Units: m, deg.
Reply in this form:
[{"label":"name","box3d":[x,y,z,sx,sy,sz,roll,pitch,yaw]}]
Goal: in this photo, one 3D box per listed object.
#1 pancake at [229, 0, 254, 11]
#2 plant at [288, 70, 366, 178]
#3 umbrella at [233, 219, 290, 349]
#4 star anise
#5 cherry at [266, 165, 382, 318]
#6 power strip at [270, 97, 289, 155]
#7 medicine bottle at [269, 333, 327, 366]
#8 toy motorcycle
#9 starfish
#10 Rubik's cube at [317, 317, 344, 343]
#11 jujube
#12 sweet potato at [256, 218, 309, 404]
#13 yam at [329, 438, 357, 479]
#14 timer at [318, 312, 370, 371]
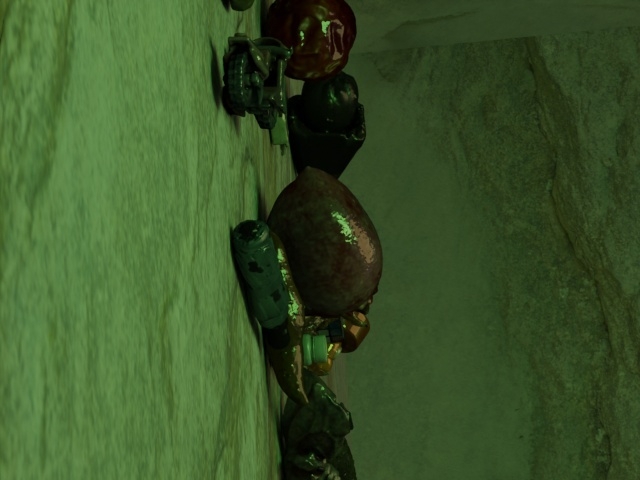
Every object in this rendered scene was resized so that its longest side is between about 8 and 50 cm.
[{"label":"pancake","box3d":[-0.116,-0.452,1.393,0.294,0.049,0.294,-6,90,-87]},{"label":"plant","box3d":[0.011,-0.236,2.259,0.142,0.164,0.256,-90,-175,-50]},{"label":"umbrella","box3d":[-0.070,0.064,1.382,0.250,0.052,0.053,80,6,-50]},{"label":"star anise","box3d":[-0.005,0.317,1.638,0.198,0.110,0.258,-81,172,-75]},{"label":"cherry","box3d":[0.000,0.000,1.621,0.192,0.175,0.250,-107,-173,-59]},{"label":"power strip","box3d":[-0.076,-0.234,1.841,0.047,0.030,0.191,-90,174,-65]},{"label":"medicine bottle","box3d":[-0.033,0.162,1.585,0.047,0.083,0.047,-3,90,-84]},{"label":"toy motorcycle","box3d":[-0.083,-0.211,1.347,0.212,0.084,0.118,24,70,-80]},{"label":"starfish","box3d":[0.001,0.123,1.835,0.050,0.138,0.247,39,-22,40]},{"label":"Rubik's cube","box3d":[-0.007,0.126,1.953,0.092,0.092,0.092,81,6,-48]},{"label":"jujube","box3d":[-0.016,-0.369,1.920,0.250,0.174,0.174,-45,130,-82]},{"label":"sweet potato","box3d":[-0.055,0.100,1.531,0.067,0.067,0.274,42,38,-85]},{"label":"yam","box3d":[0.008,0.380,1.843,0.183,0.107,0.107,80,6,-47]},{"label":"timer","box3d":[0.017,0.216,2.235,0.132,0.132,0.152,80,30,-52]}]
